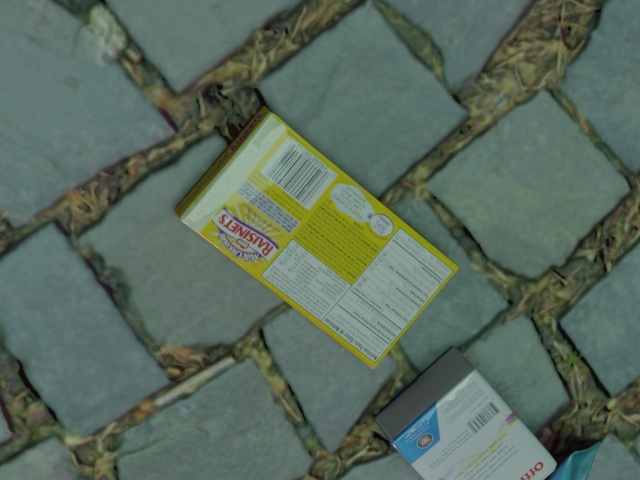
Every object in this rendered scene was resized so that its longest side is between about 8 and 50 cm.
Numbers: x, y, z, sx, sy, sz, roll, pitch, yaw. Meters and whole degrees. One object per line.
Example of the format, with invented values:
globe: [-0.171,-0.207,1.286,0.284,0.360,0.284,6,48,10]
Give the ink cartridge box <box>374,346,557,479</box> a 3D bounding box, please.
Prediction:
ink cartridge box: [0.116,0.160,1.547,0.088,0.052,0.122,-41,115,0]

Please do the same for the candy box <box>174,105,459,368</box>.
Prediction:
candy box: [0.000,0.000,1.463,0.206,0.027,0.105,39,96,-26]

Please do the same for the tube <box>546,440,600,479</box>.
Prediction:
tube: [0.169,0.256,1.599,0.052,0.080,0.207,30,100,14]
